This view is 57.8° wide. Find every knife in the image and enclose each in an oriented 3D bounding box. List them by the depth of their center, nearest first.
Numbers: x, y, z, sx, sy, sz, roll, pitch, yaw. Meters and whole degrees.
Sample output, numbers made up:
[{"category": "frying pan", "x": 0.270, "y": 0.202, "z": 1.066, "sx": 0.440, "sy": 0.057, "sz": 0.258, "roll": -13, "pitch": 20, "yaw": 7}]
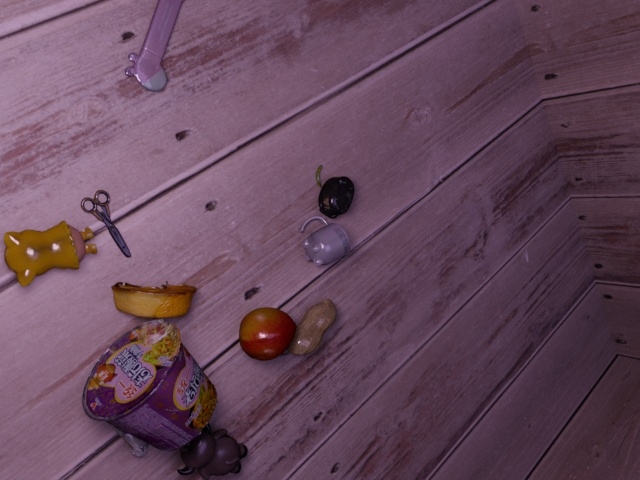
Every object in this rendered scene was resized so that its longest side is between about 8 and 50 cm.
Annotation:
[{"category": "knife", "x": -0.492, "y": -0.652, "z": 1.789, "sx": 0.132, "sy": 0.038, "sz": 0.398, "roll": 22, "pitch": 78, "yaw": -37}]

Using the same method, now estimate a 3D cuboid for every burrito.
[{"category": "burrito", "x": -0.593, "y": 0.579, "z": 1.776, "sx": 0.064, "sy": 0.064, "sz": 0.203, "roll": -37, "pitch": 112, "yaw": -29}]

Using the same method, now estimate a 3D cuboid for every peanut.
[{"category": "peanut", "x": -0.028, "y": 0.327, "z": 2.142, "sx": 0.256, "sy": 0.124, "sz": 0.123, "roll": -45, "pitch": 117, "yaw": -29}]

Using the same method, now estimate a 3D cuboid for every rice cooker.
[{"category": "rice cooker", "x": 0.061, "y": -0.165, "z": 2.182, "sx": 0.112, "sy": 0.107, "sz": 0.165, "roll": 36, "pitch": 62, "yaw": -36}]

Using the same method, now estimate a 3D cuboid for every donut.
[{"category": "donut", "x": -0.492, "y": 0.181, "z": 1.768, "sx": 0.259, "sy": 0.152, "sz": 0.101, "roll": 7, "pitch": 91, "yaw": -35}]

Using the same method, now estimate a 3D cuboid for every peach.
[{"category": "peach", "x": -0.177, "y": 0.319, "z": 1.986, "sx": 0.198, "sy": 0.197, "sz": 0.197, "roll": -3, "pitch": 94, "yaw": -36}]

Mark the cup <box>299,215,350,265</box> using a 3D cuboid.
[{"category": "cup", "x": 0.008, "y": 0.004, "z": 2.134, "sx": 0.142, "sy": 0.134, "sz": 0.173, "roll": -26, "pitch": 109, "yaw": -30}]

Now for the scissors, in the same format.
[{"category": "scissors", "x": -0.629, "y": -0.042, "z": 1.739, "sx": 0.088, "sy": 0.017, "sz": 0.220, "roll": -37, "pitch": 114, "yaw": -29}]

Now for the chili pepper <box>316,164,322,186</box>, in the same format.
[{"category": "chili pepper", "x": -0.003, "y": -0.243, "z": 2.182, "sx": 0.030, "sy": 0.017, "sz": 0.083, "roll": 8, "pitch": 87, "yaw": -38}]

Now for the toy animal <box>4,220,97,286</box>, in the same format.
[{"category": "toy animal", "x": -0.735, "y": 0.026, "z": 1.591, "sx": 0.230, "sy": 0.156, "sz": 0.155, "roll": -20, "pitch": 104, "yaw": -37}]

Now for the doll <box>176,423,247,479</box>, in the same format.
[{"category": "doll", "x": -0.359, "y": 0.698, "z": 1.917, "sx": 0.257, "sy": 0.117, "sz": 0.181, "roll": 29, "pitch": 74, "yaw": -34}]

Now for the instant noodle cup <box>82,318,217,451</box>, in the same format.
[{"category": "instant noodle cup", "x": -0.475, "y": 0.441, "z": 1.709, "sx": 0.339, "sy": 0.340, "sz": 0.266, "roll": -51, "pitch": 128, "yaw": -22}]
